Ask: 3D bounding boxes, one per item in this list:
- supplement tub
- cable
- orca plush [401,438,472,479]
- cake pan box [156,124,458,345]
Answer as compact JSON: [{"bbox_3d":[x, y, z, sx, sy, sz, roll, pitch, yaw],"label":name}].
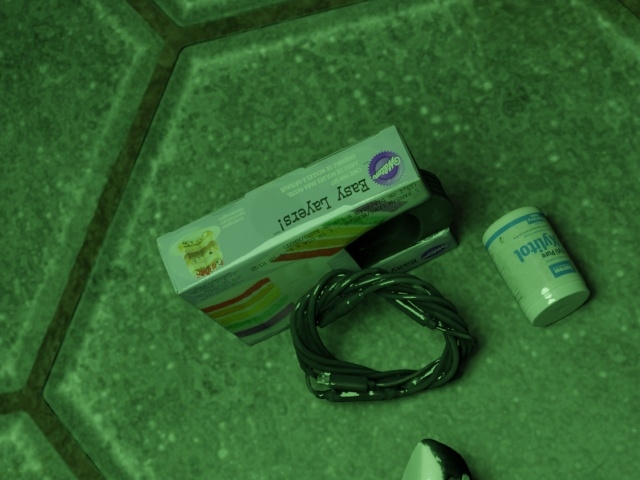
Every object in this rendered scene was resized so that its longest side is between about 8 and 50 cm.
[{"bbox_3d":[0.217,0.025,1.528,0.071,0.071,0.107,-31,67,4],"label":"supplement tub"},{"bbox_3d":[0.064,0.093,1.514,0.185,0.047,0.150,-3,115,7],"label":"cable"},{"bbox_3d":[0.118,0.340,1.439,0.102,0.151,0.287,11,70,-14],"label":"orca plush"},{"bbox_3d":[0.000,0.000,1.502,0.267,0.246,0.070,-25,72,4],"label":"cake pan box"}]
